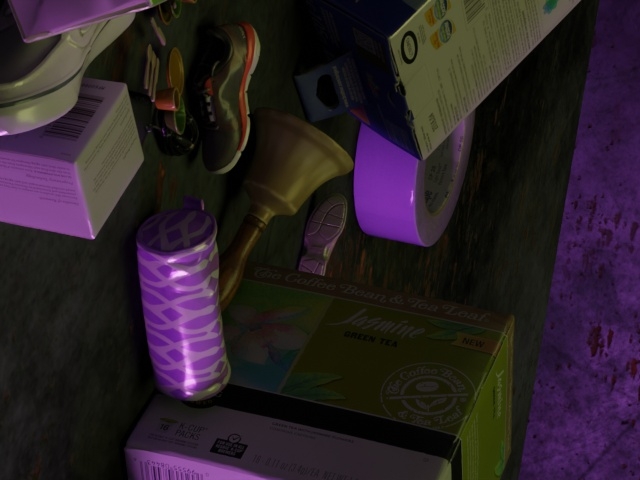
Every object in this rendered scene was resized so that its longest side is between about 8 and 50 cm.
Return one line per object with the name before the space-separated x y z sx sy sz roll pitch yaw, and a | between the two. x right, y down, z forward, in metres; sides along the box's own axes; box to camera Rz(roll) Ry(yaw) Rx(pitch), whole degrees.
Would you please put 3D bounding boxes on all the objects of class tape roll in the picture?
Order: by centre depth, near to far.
tape roll | 0.133 -0.134 2.479 0.275 0.090 0.275 12 90 -71

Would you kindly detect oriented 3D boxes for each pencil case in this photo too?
pencil case | -0.133 0.065 1.799 0.088 0.086 0.206 -48 146 -44

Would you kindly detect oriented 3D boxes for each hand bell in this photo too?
hand bell | -0.075 -0.010 1.950 0.242 0.126 0.126 -61 158 -13

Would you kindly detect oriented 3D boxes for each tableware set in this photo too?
tableware set | -0.134 -0.182 1.684 0.104 0.024 0.154 66 25 -61

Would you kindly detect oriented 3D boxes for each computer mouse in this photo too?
computer mouse | -0.157 -0.104 1.695 0.242 0.041 0.071 -4 105 -72

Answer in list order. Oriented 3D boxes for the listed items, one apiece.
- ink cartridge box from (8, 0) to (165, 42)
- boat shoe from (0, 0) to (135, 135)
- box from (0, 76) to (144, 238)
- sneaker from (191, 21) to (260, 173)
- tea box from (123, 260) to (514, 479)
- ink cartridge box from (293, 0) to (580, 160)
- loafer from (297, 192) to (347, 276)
ink cartridge box | -0.135 -0.300 1.403 0.353 0.119 0.207 -42 115 -61
boat shoe | -0.220 -0.170 1.408 0.258 0.095 0.084 -70 159 -56
box | -0.212 -0.071 1.451 0.087 0.102 0.101 80 27 -44
sneaker | -0.109 -0.146 1.821 0.065 0.061 0.158 -1 102 -44
tea box | 0.010 0.224 1.944 0.323 0.329 0.220 -60 154 -47
ink cartridge box | 0.139 -0.284 2.152 0.395 0.151 0.270 -47 151 -15
loafer | 0.000 0.000 2.249 0.039 0.045 0.125 51 58 -89
